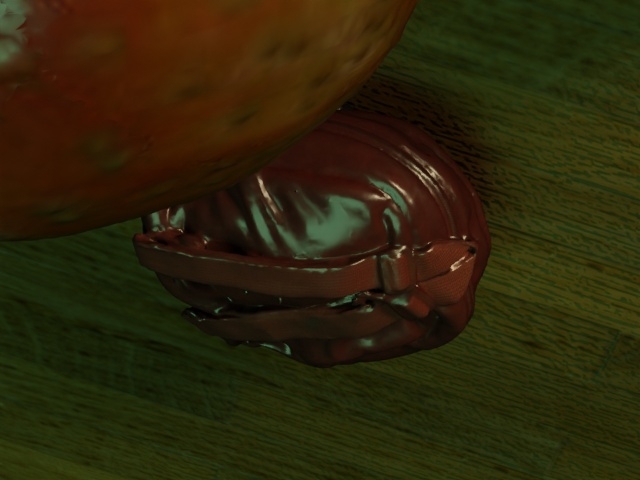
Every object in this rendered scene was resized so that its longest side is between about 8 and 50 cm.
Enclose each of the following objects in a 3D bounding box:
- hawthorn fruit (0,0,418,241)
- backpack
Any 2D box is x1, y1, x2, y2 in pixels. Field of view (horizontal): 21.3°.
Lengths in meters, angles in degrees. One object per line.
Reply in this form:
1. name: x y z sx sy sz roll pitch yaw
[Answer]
1. hawthorn fruit: -0.147 -0.167 0.762 0.402 0.403 0.403 11 138 10
2. backpack: 0.001 -0.002 1.082 0.229 0.139 0.229 14 139 13
